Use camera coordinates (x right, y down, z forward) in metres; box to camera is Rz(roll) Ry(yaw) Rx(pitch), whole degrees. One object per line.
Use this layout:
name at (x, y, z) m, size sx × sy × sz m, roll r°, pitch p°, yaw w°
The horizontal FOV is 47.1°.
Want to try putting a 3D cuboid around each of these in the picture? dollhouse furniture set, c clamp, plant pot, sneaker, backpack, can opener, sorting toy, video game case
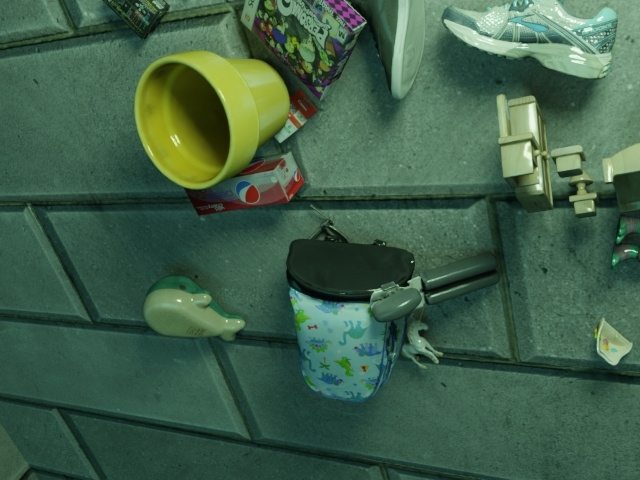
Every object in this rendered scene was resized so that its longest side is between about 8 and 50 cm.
dollhouse furniture set at (0.491, -0.168, 1.178) m, size 0.355 × 0.174 × 0.303 m, roll -9°, pitch 164°, yaw 25°
c clamp at (0.000, 0.000, 1.704) m, size 0.137 × 0.022 × 0.161 m, roll 34°, pitch 133°, yaw -5°
plant pot at (-0.191, -0.253, 1.441) m, size 0.254 × 0.239 × 0.254 m, roll 16°, pitch 119°, yaw 31°
sneaker at (0.098, -0.397, 1.289) m, size 0.147 × 0.104 × 0.296 m, roll 12°, pitch 125°, yaw 26°
sneaker at (0.341, -0.356, 1.197) m, size 0.283 × 0.110 × 0.122 m, roll 18°, pitch 113°, yaw 13°
backpack at (0.065, 0.195, 1.682) m, size 0.290 × 0.273 × 0.355 m, roll 7°, pitch 142°, yaw 10°
can opener at (0.239, 0.108, 1.502) m, size 0.283 × 0.095 × 0.076 m, roll -17°, pitch 120°, yaw -3°
sorting toy at (0.587, 0.215, 1.497) m, size 0.083 × 0.075 × 0.045 m, roll 41°, pitch 133°, yaw -4°
video game case at (-0.039, -0.399, 1.333) m, size 0.232 × 0.042 × 0.210 m, roll 46°, pitch 152°, yaw 6°

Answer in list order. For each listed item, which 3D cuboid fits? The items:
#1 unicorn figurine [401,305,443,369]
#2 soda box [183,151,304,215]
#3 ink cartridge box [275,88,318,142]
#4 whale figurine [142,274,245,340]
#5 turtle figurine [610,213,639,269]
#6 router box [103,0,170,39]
unicorn figurine at (0.233, 0.247, 1.732) m, size 0.111 × 0.060 × 0.162 m, roll 38°, pitch 133°, yaw -2°
soda box at (-0.175, -0.125, 1.652) m, size 0.263 × 0.092 × 0.083 m, roll -7°, pitch 122°, yaw 33°
ink cartridge box at (-0.064, -0.259, 1.530) m, size 0.063 × 0.029 × 0.115 m, roll 49°, pitch 133°, yaw -11°
whale figurine at (-0.338, 0.184, 1.981) m, size 0.272 × 0.141 × 0.216 m, roll 19°, pitch 137°, yaw -18°
turtle figurine at (0.640, 0.018, 1.287) m, size 0.234 × 0.118 × 0.175 m, roll 9°, pitch 121°, yaw 20°
router box at (-0.384, -0.494, 1.522) m, size 0.122 × 0.038 × 0.092 m, roll 45°, pitch 134°, yaw -9°
